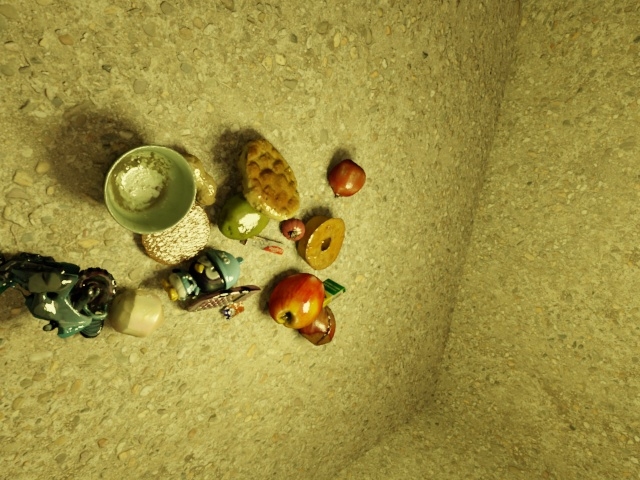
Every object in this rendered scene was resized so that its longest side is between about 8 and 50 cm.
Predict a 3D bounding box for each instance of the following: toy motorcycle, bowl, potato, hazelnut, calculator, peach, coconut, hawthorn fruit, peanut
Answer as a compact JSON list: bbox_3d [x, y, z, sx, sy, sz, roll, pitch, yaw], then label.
[{"bbox_3d":[-0.827,0.157,1.165,0.416,0.172,0.232,18,94,-31],"label":"toy motorcycle"},{"bbox_3d":[-0.566,-0.174,1.304,0.289,0.146,0.289,-20,121,-39],"label":"bowl"},{"bbox_3d":[-0.289,-0.102,1.595,0.253,0.149,0.186,-47,117,-27],"label":"potato"},{"bbox_3d":[-0.011,0.427,2.088,0.212,0.181,0.181,33,103,-37],"label":"hazelnut"},{"bbox_3d":[-0.401,0.236,1.644,0.294,0.194,0.043,-7,72,-43],"label":"calculator"},{"bbox_3d":[-0.107,0.276,1.888,0.238,0.281,0.280,35,80,-3],"label":"peach"},{"bbox_3d":[-0.633,0.255,1.423,0.183,0.171,0.170,23,91,-44],"label":"coconut"},{"bbox_3d":[0.120,-0.281,1.902,0.169,0.169,0.188,41,71,-46],"label":"hawthorn fruit"},{"bbox_3d":[-0.442,-0.216,1.449,0.104,0.085,0.227,-29,132,1],"label":"peanut"}]

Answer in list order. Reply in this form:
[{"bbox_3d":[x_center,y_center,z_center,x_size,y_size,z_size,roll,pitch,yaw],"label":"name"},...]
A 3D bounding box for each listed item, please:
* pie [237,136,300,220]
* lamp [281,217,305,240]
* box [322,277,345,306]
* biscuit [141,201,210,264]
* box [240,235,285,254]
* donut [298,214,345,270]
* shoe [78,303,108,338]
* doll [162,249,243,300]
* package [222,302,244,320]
[{"bbox_3d":[-0.196,-0.231,1.573,0.339,0.083,0.339,37,43,-45],"label":"pie"},{"bbox_3d":[-0.122,-0.049,1.826,0.108,0.092,0.107,-4,124,-6],"label":"lamp"},{"bbox_3d":[0.001,0.283,2.067,0.235,0.132,0.034,-31,129,-32],"label":"box"},{"bbox_3d":[-0.528,-0.032,1.482,0.262,0.037,0.261,-20,122,-37],"label":"biscuit"},{"bbox_3d":[-0.248,0.017,1.773,0.218,0.040,0.055,19,93,-47],"label":"box"},{"bbox_3d":[-0.001,0.003,1.937,0.278,0.109,0.277,-31,134,-38],"label":"donut"},{"bbox_3d":[-0.753,0.235,1.335,0.092,0.106,0.207,-3,113,-43],"label":"shoe"},{"bbox_3d":[-0.435,0.129,1.546,0.314,0.177,0.141,-24,147,-32],"label":"doll"},{"bbox_3d":[-0.383,0.305,1.779,0.111,0.033,0.077,-38,108,-44],"label":"package"}]
